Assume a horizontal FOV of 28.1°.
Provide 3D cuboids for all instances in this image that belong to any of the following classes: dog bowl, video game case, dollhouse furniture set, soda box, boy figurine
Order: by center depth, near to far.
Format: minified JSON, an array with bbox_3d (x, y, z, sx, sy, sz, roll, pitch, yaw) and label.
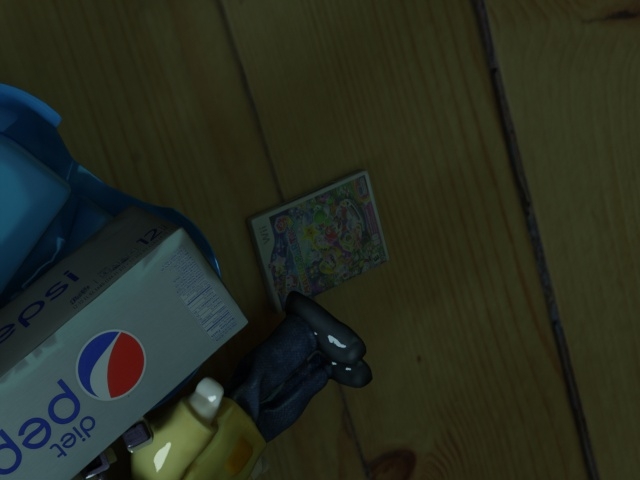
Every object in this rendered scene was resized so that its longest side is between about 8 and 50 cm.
[{"bbox_3d":[-0.192,0.103,0.848,0.286,0.098,0.091,-41,118,-16],"label":"soda box"},{"bbox_3d":[-0.150,0.191,0.893,0.091,0.081,0.114,-27,80,9],"label":"dollhouse furniture set"},{"bbox_3d":[-0.206,0.007,0.927,0.297,0.074,0.166,41,76,-32],"label":"dog bowl"},{"bbox_3d":[-0.084,0.167,0.998,0.285,0.092,0.177,-46,154,-22],"label":"boy figurine"},{"bbox_3d":[0.000,0.000,1.096,0.122,0.011,0.087,-25,111,-27],"label":"video game case"}]
